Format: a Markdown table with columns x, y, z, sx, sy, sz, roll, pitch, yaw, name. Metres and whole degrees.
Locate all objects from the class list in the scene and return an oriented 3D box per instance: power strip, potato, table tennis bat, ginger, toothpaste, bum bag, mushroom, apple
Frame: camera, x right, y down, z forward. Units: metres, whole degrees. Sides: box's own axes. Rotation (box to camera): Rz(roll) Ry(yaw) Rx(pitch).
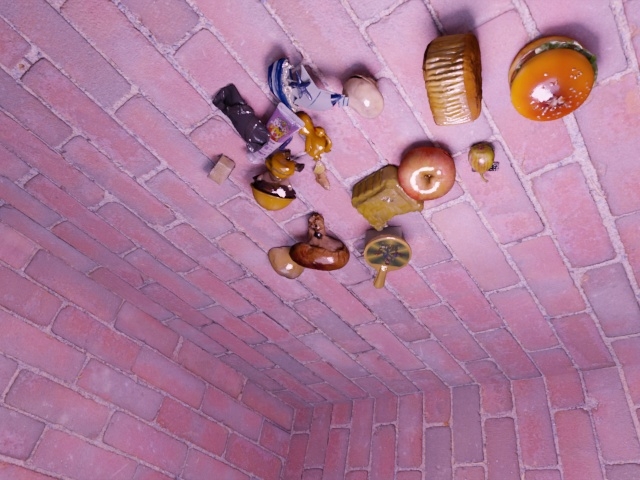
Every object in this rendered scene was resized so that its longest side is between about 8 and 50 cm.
| x | y | z | sx | sy | sz | roll | pitch | yaw | name |
| --- | --- | --- | --- | --- | --- | --- | --- | --- | --- |
| 0.262 | 0.038 | 2.045 | 0.224 | 0.139 | 0.140 | -7 | 137 | 20 | power strip |
| -0.407 | -0.289 | 1.895 | 0.086 | 0.061 | 0.122 | 31 | 136 | -17 | potato |
| 0.275 | 0.092 | 1.968 | 0.198 | 0.050 | 0.321 | 9 | 135 | 2 | table tennis bat |
| 0.003 | -0.254 | 1.848 | 0.057 | 0.044 | 0.137 | -17 | 136 | 5 | ginger |
| -0.179 | -0.382 | 1.696 | 0.114 | 0.073 | 0.299 | 40 | 140 | -14 | toothpaste |
| -0.282 | -0.434 | 1.654 | 0.248 | 0.060 | 0.123 | 47 | 133 | -12 | bum bag |
| 0.146 | -0.471 | 1.502 | 0.154 | 0.122 | 0.154 | 37 | 174 | 5 | mushroom |
| 0.386 | -0.243 | 1.669 | 0.209 | 0.164 | 0.210 | 3 | 116 | 6 | apple |
| 0.012 | 0.035 | 2.078 | 0.267 | 0.267 | 0.255 | 29 | 103 | -19 | mushroom |
| -0.169 | 0.126 | 2.277 | 0.202 | 0.117 | 0.182 | 32 | 139 | -23 | potato |

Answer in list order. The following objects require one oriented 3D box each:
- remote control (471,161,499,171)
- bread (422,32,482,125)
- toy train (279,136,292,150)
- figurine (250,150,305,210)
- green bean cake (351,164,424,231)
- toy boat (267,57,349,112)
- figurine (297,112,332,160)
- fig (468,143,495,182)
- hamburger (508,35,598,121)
| x | y | z | sx | sy | sz | roll | pitch | yaw | name |
| --- | --- | --- | --- | --- | --- | --- | --- | --- | --- |
| 0.606 | -0.271 | 1.699 | 0.096 | 0.014 | 0.039 | 0 | 135 | 12 | remote control |
| 0.399 | -0.467 | 1.359 | 0.142 | 0.228 | 0.253 | -3 | 138 | 29 | bread |
| -0.128 | -0.373 | 1.761 | 0.017 | 0.017 | 0.083 | 31 | 136 | -25 | toy train |
| -0.178 | -0.230 | 1.828 | 0.192 | 0.167 | 0.257 | 26 | 137 | 4 | figurine |
| 0.266 | -0.155 | 1.832 | 0.233 | 0.124 | 0.236 | 38 | 133 | -27 | green bean cake |
| -0.053 | -0.502 | 1.496 | 0.291 | 0.070 | 0.210 | 11 | 151 | 40 | toy boat |
| -0.024 | -0.382 | 1.652 | 0.176 | 0.121 | 0.122 | 51 | 155 | -9 | figurine |
| 0.584 | -0.261 | 1.641 | 0.093 | 0.093 | 0.166 | -14 | 117 | 28 | fig |
| 0.672 | -0.460 | 1.345 | 0.245 | 0.170 | 0.246 | 8 | 142 | 6 | hamburger |
